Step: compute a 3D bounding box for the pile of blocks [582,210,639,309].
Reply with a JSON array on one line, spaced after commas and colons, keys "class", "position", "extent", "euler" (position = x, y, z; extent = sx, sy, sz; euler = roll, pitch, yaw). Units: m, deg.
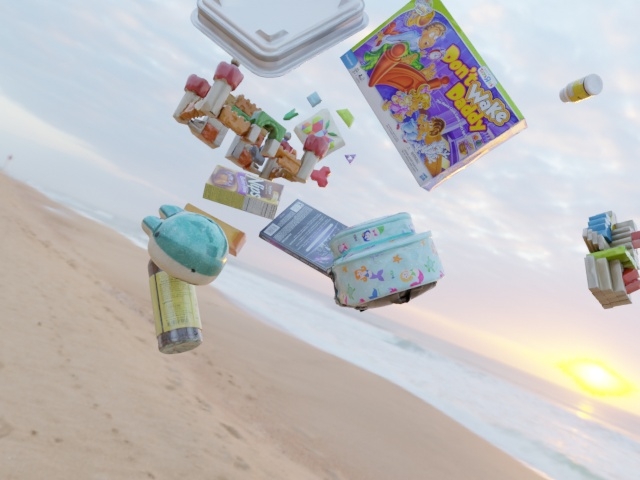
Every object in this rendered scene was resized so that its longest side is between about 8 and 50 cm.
[{"class": "pile of blocks", "position": [0.711, 0.009, 1.286], "extent": [0.113, 0.362, 0.148], "euler": [-19, -67, 37]}]

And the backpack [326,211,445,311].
[{"class": "backpack", "position": [0.127, 0.049, 1.097], "extent": [0.225, 0.190, 0.253], "euler": [-16, -1, -5]}]

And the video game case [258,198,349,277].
[{"class": "video game case", "position": [0.000, 0.000, 1.458], "extent": [0.274, 0.196, 0.026], "euler": [30, -47, 13]}]

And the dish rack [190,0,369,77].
[{"class": "dish rack", "position": [-0.084, -0.508, 1.167], "extent": [0.285, 0.333, 0.072], "euler": [42, -27, 21]}]

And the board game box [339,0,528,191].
[{"class": "board game box", "position": [0.226, -0.310, 1.117], "extent": [0.347, 0.233, 0.078], "euler": [61, 20, 16]}]

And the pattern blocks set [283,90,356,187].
[{"class": "pattern blocks set", "position": [-0.003, -0.383, 1.981], "extent": [0.324, 0.285, 0.026], "euler": [49, 3, 18]}]

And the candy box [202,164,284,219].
[{"class": "candy box", "position": [-0.194, -0.125, 1.381], "extent": [0.187, 0.053, 0.109], "euler": [18, 34, -5]}]

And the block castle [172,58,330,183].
[{"class": "block castle", "position": [-0.219, -0.381, 1.762], "extent": [0.453, 0.212, 0.303], "euler": [33, -16, -34]}]

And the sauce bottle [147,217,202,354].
[{"class": "sauce bottle", "position": [-0.371, 0.105, 1.348], "extent": [0.112, 0.344, 0.111], "euler": [-12, -22, -5]}]

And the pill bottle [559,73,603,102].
[{"class": "pill bottle", "position": [0.766, -0.445, 1.595], "extent": [0.065, 0.065, 0.116], "euler": [23, -8, -17]}]

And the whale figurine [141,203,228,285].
[{"class": "whale figurine", "position": [-0.301, -0.018, 1.245], "extent": [0.216, 0.141, 0.272], "euler": [30, 17, -32]}]

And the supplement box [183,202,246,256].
[{"class": "supplement box", "position": [-0.373, -0.036, 1.855], "extent": [0.234, 0.078, 0.080], "euler": [29, -19, 3]}]
